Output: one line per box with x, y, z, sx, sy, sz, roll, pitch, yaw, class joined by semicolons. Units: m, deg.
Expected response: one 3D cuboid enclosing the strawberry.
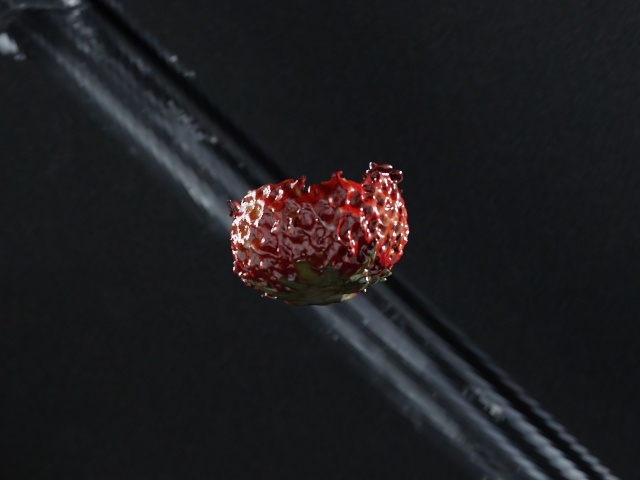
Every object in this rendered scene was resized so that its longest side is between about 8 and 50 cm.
0.000;0.000;1.136;0.145;0.145;0.086;-20;-118;27;strawberry
